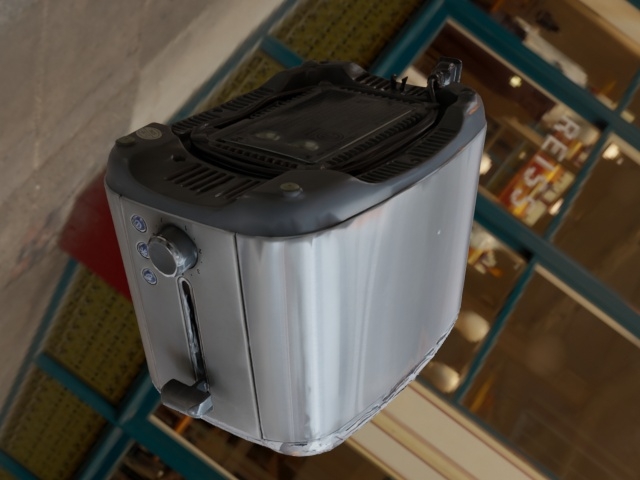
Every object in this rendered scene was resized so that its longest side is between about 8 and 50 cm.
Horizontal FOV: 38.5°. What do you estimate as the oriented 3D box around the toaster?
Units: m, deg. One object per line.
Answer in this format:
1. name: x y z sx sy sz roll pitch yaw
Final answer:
1. toaster: 0.000 0.000 0.466 0.227 0.129 0.146 -35 134 -48
